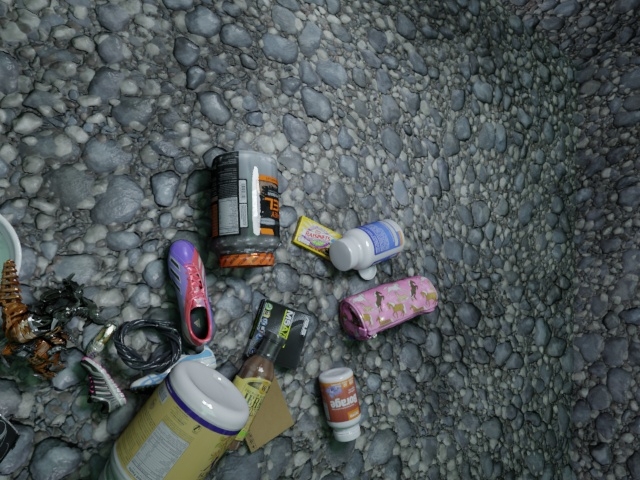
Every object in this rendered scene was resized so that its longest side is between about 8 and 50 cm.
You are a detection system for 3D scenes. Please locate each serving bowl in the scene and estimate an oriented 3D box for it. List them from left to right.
[{"bbox_3d":[0.172,0.109,1.569,0.083,0.027,0.084,5,80,-30],"label":"serving bowl"}]

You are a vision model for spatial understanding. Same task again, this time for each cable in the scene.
[{"bbox_3d":[-0.480,0.288,1.137,0.184,0.047,0.151,13,56,-28],"label":"cable"}]

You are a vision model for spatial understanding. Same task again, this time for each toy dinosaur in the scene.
[{"bbox_3d":[-0.656,0.193,0.973,0.218,0.322,0.164,-30,63,-36],"label":"toy dinosaur"}]

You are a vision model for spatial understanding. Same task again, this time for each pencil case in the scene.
[{"bbox_3d":[0.258,0.243,1.525,0.386,0.160,0.167,-15,90,-31],"label":"pencil case"}]

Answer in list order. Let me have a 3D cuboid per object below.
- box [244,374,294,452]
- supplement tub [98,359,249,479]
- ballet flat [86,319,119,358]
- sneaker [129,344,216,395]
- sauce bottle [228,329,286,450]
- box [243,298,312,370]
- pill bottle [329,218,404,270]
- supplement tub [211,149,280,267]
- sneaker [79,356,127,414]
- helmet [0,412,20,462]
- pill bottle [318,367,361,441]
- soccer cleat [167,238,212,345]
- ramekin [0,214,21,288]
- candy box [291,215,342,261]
[{"bbox_3d":[-0.188,0.537,1.306,0.164,0.021,0.201,-23,94,-30],"label":"box"},{"bbox_3d":[-0.368,0.506,1.047,0.241,0.241,0.331,39,86,-19],"label":"supplement tub"},{"bbox_3d":[-0.588,0.266,1.107,0.041,0.041,0.114,39,66,-19],"label":"ballet flat"},{"bbox_3d":[-0.420,0.372,1.174,0.237,0.085,0.086,-16,60,-25],"label":"sneaker"},{"bbox_3d":[-0.211,0.436,1.225,0.111,0.111,0.345,32,74,-22],"label":"sauce bottle"},{"bbox_3d":[-0.136,0.310,1.355,0.184,0.045,0.191,25,72,-22],"label":"box"},{"bbox_3d":[0.166,0.020,1.486,0.272,0.152,0.152,-17,91,-39],"label":"pill bottle"},{"bbox_3d":[-0.229,-0.087,1.266,0.207,0.207,0.338,1,83,-30],"label":"supplement tub"},{"bbox_3d":[-0.585,0.385,1.078,0.074,0.063,0.170,-39,107,-34],"label":"sneaker"},{"bbox_3d":[-0.783,0.449,0.901,0.169,0.169,0.161,54,46,-12],"label":"helmet"},{"bbox_3d":[0.071,0.554,1.393,0.121,0.121,0.216,-11,88,-30],"label":"pill bottle"},{"bbox_3d":[-0.372,0.149,1.202,0.108,0.116,0.319,-9,87,-31],"label":"soccer cleat"},{"bbox_3d":[-0.843,0.047,0.939,0.277,0.135,0.278,5,80,-29],"label":"ramekin"},{"bbox_3d":[0.000,0.000,1.487,0.205,0.027,0.105,26,67,-25],"label":"candy box"}]
